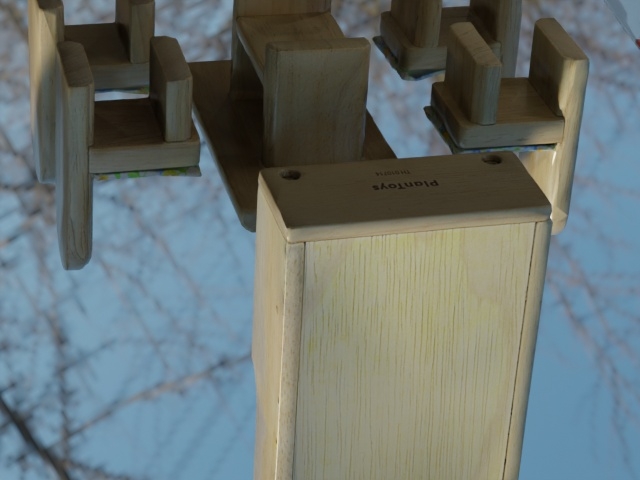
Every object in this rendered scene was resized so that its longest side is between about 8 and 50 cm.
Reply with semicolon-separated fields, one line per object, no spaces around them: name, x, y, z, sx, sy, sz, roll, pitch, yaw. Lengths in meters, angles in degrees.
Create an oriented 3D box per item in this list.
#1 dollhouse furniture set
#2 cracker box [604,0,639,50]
dollhouse furniture set;0.000;0.000;0.805;0.212;0.161;0.242;-5;-148;-14
cracker box;0.127;-0.193;0.709;0.156;0.232;0.067;-33;-158;21
